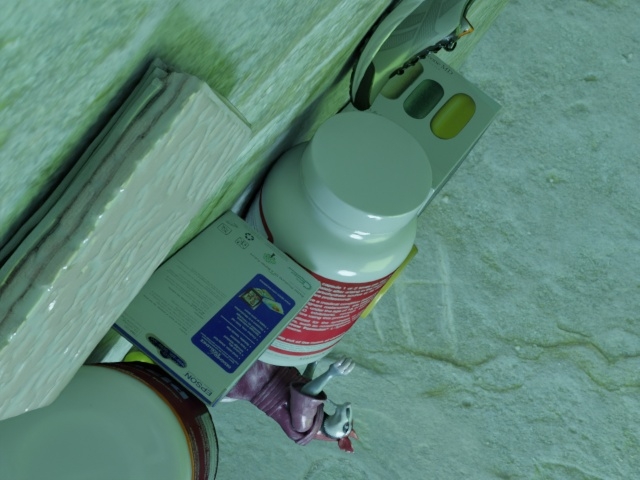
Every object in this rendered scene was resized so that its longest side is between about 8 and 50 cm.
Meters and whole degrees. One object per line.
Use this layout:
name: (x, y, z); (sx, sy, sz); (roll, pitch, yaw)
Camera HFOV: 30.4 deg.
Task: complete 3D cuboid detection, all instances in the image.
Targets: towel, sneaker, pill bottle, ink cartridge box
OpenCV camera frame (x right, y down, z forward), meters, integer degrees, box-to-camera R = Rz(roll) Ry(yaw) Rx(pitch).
towel: (-0.185, 0.009, 0.975); (0.332, 0.053, 0.317); (-52, 175, 0)
sneaker: (0.135, -0.280, 1.595); (0.271, 0.108, 0.100); (-51, 178, 16)
pill bottle: (-0.235, 0.250, 1.349); (0.224, 0.224, 0.392); (-51, 176, -3)
ink cartridge box: (-0.136, 0.090, 1.453); (0.065, 0.165, 0.333); (-52, 175, 32)
pill bottle: (0.000, 0.000, 1.706); (0.229, 0.229, 0.407); (-48, 175, -38)

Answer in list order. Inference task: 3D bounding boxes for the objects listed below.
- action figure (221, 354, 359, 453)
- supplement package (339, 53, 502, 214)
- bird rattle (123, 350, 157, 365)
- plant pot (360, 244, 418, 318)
action figure: (-0.089, 0.265, 2.098); (0.275, 0.370, 0.248); (-47, 173, -7)
supplement package: (0.134, -0.160, 1.986); (0.262, 0.199, 0.198); (-48, 174, -40)
bird rattle: (-0.233, 0.210, 1.797); (0.253, 0.143, 0.207); (125, -12, -76)
plant pot: (0.038, 0.006, 2.139); (0.254, 0.239, 0.254); (-51, 175, -6)
